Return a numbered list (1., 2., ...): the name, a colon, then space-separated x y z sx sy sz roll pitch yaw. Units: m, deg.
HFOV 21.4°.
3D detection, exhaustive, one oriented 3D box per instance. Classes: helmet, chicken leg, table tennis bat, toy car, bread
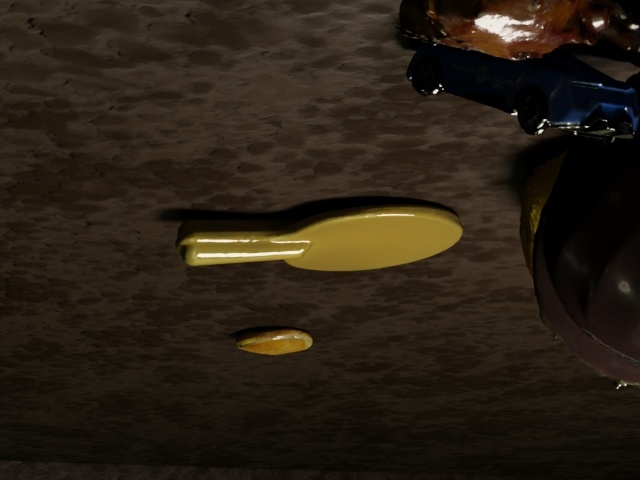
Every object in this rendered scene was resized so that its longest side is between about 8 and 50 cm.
1. helmet: 0.293 -0.006 1.354 0.225 0.305 0.177 24 -171 5
2. chicken leg: 0.175 -0.168 1.223 0.113 0.093 0.304 10 -176 40
3. table tennis bat: 0.000 0.000 1.846 0.321 0.050 0.198 -1 164 -17
4. toy car: 0.154 -0.124 1.314 0.103 0.063 0.216 4 -165 -39
5. bread: -0.066 0.144 2.391 0.110 0.024 0.110 -1 164 0

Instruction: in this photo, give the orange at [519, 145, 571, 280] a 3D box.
1. orange: 0.332 0.003 1.712 0.262 0.196 0.334 9 173 9
